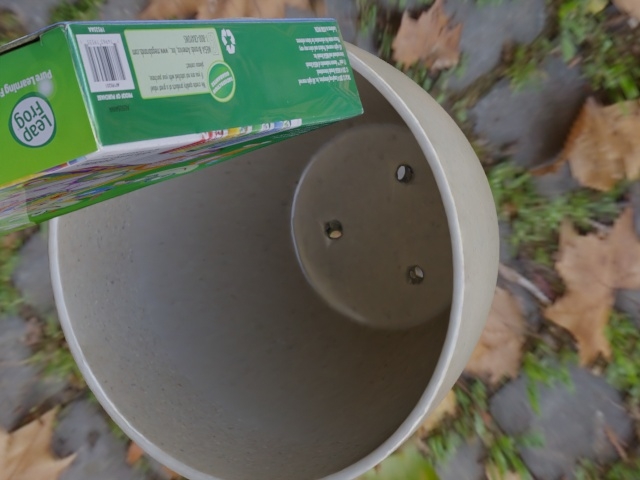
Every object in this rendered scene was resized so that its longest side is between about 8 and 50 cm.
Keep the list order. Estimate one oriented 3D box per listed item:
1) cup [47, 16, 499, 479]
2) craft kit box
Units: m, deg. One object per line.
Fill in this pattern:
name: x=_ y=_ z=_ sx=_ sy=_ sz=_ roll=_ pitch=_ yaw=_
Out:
cup: x=0.000 y=0.000 z=1.259 sx=0.331 sy=0.237 sz=0.331 roll=4 pitch=99 yaw=28
craft kit box: x=-0.140 y=-0.038 z=0.763 sx=0.247 sy=0.250 sz=0.061 roll=-14 pitch=91 yaw=26
